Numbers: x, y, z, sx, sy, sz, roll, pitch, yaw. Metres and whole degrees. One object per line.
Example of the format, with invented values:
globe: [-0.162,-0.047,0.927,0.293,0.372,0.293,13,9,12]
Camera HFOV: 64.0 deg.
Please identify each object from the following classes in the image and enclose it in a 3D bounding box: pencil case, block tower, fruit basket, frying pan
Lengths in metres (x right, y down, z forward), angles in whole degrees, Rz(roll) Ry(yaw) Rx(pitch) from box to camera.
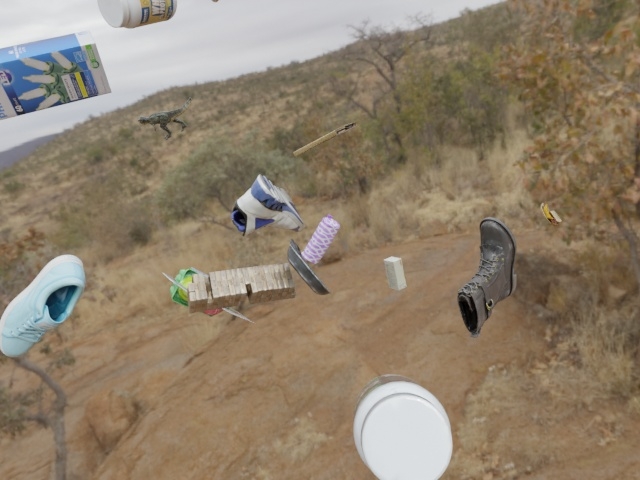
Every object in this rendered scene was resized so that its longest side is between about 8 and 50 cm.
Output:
pencil case: [0.000,0.000,2.119,0.086,0.206,0.088,28,18,-17]
block tower: [-0.242,0.145,1.597,0.335,0.091,0.097,-6,-30,-20]
fruit basket: [-0.476,0.237,2.191,0.353,0.327,0.166,11,73,49]
frying pan: [-0.071,0.057,1.599,0.053,0.197,0.326,-40,50,-2]

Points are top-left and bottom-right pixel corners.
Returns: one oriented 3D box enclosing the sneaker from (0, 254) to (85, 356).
sneaker: [-0.816,0.217,1.488,0.135,0.366,0.150,28,12,-43]

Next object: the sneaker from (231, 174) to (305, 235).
sneaker: [-0.192,-0.093,1.695,0.182,0.128,0.315,-33,-26,10]

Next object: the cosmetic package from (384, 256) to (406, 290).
cosmetic package: [0.278,0.122,1.901,0.041,0.115,0.060,-21,18,-28]

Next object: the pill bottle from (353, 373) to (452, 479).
pill bottle: [0.174,0.410,1.132,0.204,0.204,0.361,-13,-12,1]

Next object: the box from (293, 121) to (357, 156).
box: [0.018,-0.370,1.864,0.201,0.021,0.164,-21,11,37]

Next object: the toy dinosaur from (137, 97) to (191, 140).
toy dinosaur: [-0.611,-0.481,2.064,0.268,0.118,0.064,-14,41,16]

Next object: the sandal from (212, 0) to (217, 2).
sandal: [-0.238,-0.732,1.297,0.076,0.265,0.102,13,45,-4]

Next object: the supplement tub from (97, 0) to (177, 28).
supplement tub: [-0.555,-0.729,1.555,0.144,0.144,0.199,2,29,41]

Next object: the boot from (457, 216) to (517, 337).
boot: [0.429,0.093,1.338,0.091,0.263,0.229,-1,21,46]

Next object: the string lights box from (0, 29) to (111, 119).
string lights box: [-0.642,-0.385,1.189,0.259,0.133,0.077,-22,51,-18]

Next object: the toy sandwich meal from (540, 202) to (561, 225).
toy sandwich meal: [0.739,-0.086,1.643,0.029,0.086,0.085,-32,2,37]
